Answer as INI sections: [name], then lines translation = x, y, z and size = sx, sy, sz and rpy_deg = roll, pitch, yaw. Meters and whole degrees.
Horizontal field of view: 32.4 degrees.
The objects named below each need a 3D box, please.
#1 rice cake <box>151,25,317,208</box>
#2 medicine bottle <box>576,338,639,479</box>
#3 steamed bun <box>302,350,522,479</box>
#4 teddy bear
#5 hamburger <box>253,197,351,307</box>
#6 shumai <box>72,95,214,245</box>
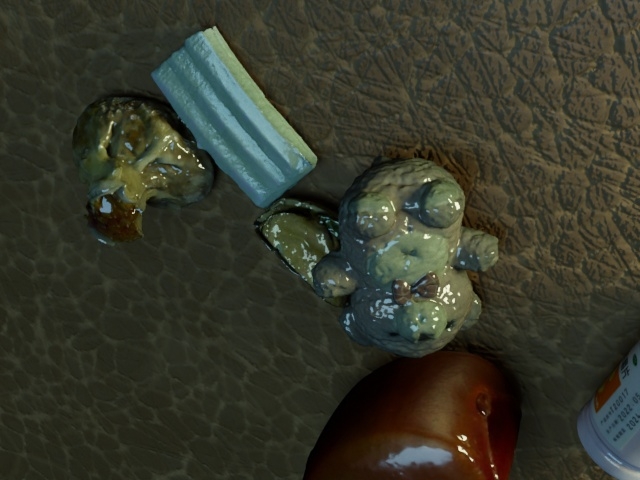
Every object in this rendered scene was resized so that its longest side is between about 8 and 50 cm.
[rice cake]
translation = -0.113, -0.157, 1.447
size = 0.127, 0.043, 0.237
rpy_deg = -33, 100, 39
[medicine bottle]
translation = 0.426, 0.175, 1.330
size = 0.133, 0.133, 0.250
rpy_deg = 32, 130, 5
[steamed bun]
translation = 0.107, 0.325, 1.516
size = 0.248, 0.235, 0.379
rpy_deg = 22, 128, 6
[teddy bear]
translation = 0.105, 0.029, 1.383
size = 0.236, 0.151, 0.267
rpy_deg = -6, 115, -2
[hamburger]
translation = 0.007, -0.001, 1.467
size = 0.176, 0.087, 0.102
rpy_deg = 44, 113, 9
[shumai]
translation = -0.261, -0.094, 1.499
size = 0.209, 0.153, 0.161
rpy_deg = 31, 135, 2
